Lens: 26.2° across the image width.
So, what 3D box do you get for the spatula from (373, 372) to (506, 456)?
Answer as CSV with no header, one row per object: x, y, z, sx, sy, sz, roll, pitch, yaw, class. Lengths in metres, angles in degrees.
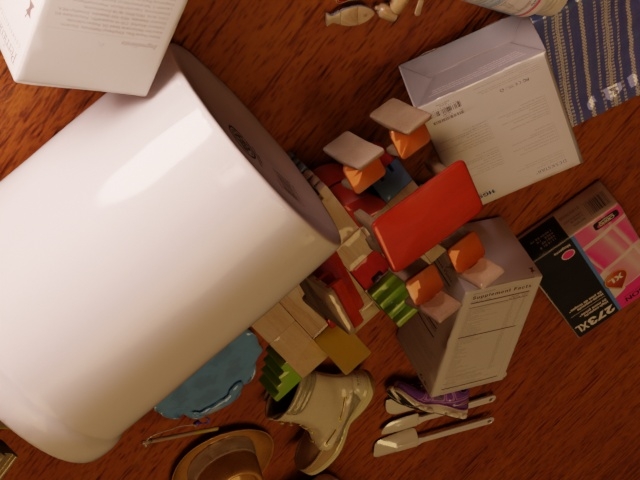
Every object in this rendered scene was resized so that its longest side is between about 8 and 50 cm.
0.211,0.304,2.422,0.242,0.019,0.168,-13,134,-22,spatula

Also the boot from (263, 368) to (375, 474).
-0.026,0.287,2.200,0.165,0.077,0.213,9,123,-40,boot

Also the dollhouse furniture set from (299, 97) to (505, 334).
0.093,0.000,1.719,0.259,0.135,0.262,-36,120,-14,dollhouse furniture set

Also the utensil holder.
-0.218,0.009,1.575,0.385,0.327,0.327,-40,141,9,utensil holder

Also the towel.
0.389,-0.259,1.892,0.336,0.040,0.243,-27,141,-4,towel

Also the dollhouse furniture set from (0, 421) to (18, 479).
-0.461,0.208,1.844,0.301,0.151,0.197,-53,161,1,dollhouse furniture set

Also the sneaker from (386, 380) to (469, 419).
0.182,0.255,2.321,0.170,0.068,0.071,15,86,-37,sneaker

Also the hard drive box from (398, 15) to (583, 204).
0.229,-0.165,1.819,0.181,0.089,0.232,-23,139,7,hard drive box

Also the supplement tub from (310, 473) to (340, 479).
-0.046,0.550,2.385,0.272,0.191,0.191,-35,142,5,supplement tub

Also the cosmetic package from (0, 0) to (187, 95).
-0.234,-0.266,1.391,0.151,0.151,0.184,3,130,-35,cosmetic package

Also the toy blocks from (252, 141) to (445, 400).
0.000,0.000,1.838,0.381,0.191,0.261,-42,133,-3,toy blocks

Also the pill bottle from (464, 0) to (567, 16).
0.229,-0.322,1.679,0.160,0.087,0.087,8,129,-39,pill bottle

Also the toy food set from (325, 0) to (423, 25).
0.066,-0.297,1.660,0.122,0.019,0.078,-5,136,-17,toy food set

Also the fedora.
-0.148,0.388,2.231,0.194,0.079,0.194,-18,141,-15,fedora

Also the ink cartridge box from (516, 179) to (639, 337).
0.453,0.053,2.264,0.176,0.069,0.371,-36,144,7,ink cartridge box

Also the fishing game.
-0.170,0.190,2.032,0.189,0.041,0.264,-10,133,-35,fishing game

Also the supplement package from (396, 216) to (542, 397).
0.224,0.102,2.108,0.139,0.134,0.244,-11,138,-23,supplement package
